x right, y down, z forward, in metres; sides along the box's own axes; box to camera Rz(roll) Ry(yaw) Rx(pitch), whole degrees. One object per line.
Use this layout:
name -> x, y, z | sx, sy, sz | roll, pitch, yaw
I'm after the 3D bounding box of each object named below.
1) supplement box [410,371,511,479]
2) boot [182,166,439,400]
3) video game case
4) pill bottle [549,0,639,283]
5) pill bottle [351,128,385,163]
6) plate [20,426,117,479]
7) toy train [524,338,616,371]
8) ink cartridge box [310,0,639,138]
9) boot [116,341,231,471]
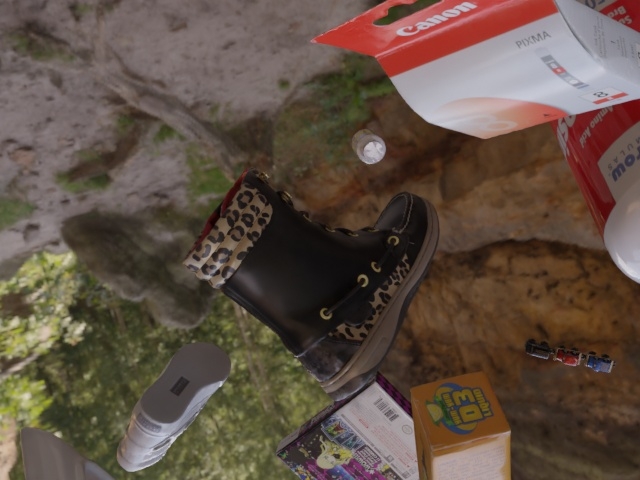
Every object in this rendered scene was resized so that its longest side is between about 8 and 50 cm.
supplement box -> 0.136, 0.233, 0.730 | 0.080, 0.078, 0.234 | -15, 129, -1
boot -> 0.000, 0.000, 1.067 | 0.138, 0.284, 0.377 | -41, -165, 49
video game case -> 0.085, 0.336, 1.160 | 0.210, 0.232, 0.042 | -41, -170, 21
pill bottle -> 0.380, -0.098, 0.800 | 0.228, 0.408, 0.229 | -7, 144, -5
pill bottle -> 0.072, -0.138, 1.133 | 0.043, 0.043, 0.083 | -19, -162, 0
plate -> -0.193, 0.343, 0.780 | 0.045, 0.278, 0.277 | -32, 131, -4
toy train -> 0.441, 0.204, 1.358 | 0.158, 0.027, 0.036 | 11, -159, 13
ink cartridge box -> 0.106, -0.113, 0.496 | 0.179, 0.045, 0.145 | 3, 172, -38
boot -> -0.240, 0.262, 1.233 | 0.123, 0.095, 0.258 | -56, 172, 24
